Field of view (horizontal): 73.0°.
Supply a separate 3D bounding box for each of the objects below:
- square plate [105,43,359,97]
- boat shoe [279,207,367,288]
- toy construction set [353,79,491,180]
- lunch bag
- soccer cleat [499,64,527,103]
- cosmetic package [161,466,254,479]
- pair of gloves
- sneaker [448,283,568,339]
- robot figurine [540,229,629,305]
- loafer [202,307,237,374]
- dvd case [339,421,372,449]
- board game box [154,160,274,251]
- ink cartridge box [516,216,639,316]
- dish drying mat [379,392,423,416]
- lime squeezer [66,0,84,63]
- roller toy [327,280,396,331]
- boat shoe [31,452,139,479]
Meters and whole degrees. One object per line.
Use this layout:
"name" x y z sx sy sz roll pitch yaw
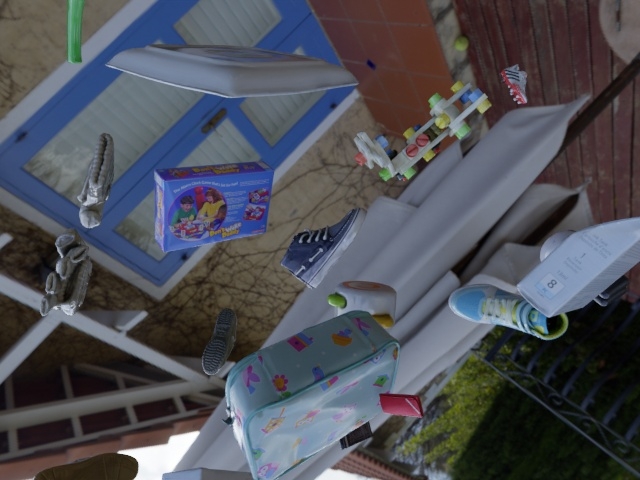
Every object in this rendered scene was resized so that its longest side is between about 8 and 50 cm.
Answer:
"square plate" -0.158 -0.332 0.821 0.344 0.347 0.049 24 122 31
"boat shoe" 0.000 0.000 1.423 0.158 0.340 0.127 33 -157 -5
"toy construction set" 0.240 -0.249 1.069 0.151 0.328 0.215 63 -179 1
"lunch bag" -0.014 0.246 0.688 0.108 0.280 0.223 47 147 42
"soccer cleat" 0.324 -0.258 0.708 0.029 0.036 0.083 41 -150 -46
"cosmetic package" -0.261 0.674 1.023 0.225 0.138 0.223 40 -143 -46
"pair of gloves" -0.329 -0.019 0.598 0.042 0.239 0.204 14 173 -24
"sneaker" 0.542 0.198 1.242 0.320 0.126 0.208 7 178 10
"robot figurine" 0.883 0.085 1.457 0.278 0.174 0.208 56 143 42
"loafer" -0.218 0.229 0.973 0.056 0.147 0.050 11 160 21
"dvd case" 0.091 0.517 1.291 0.221 0.018 0.164 29 -137 -60
"board game box" -0.321 -0.111 1.328 0.078 0.348 0.233 41 130 39
"ink cartridge box" 0.590 -0.015 0.839 0.308 0.384 0.091 6 -143 -48
"dish drying mat" 0.121 0.250 0.657 0.083 0.008 0.032 -23 79 52
"lime squeezer" -0.273 -0.353 0.463 0.110 0.059 0.309 37 134 49
"roller toy" 0.140 0.212 1.350 0.210 0.146 0.191 6 -174 24
"boat shoe" -0.662 0.657 1.218 0.277 0.096 0.098 16 -121 -41
